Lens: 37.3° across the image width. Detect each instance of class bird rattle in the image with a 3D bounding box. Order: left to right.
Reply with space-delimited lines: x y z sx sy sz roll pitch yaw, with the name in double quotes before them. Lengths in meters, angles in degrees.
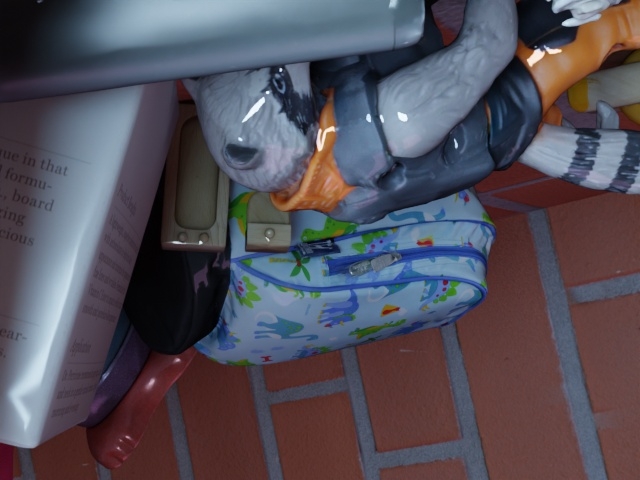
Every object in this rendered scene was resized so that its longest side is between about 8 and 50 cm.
"bird rattle" 0.342 -0.154 0.862 0.206 0.143 0.253 -2 -165 38

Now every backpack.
"backpack" 0.000 0.000 0.960 0.355 0.273 0.290 -23 162 -29

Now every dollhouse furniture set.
"dollhouse furniture set" -0.040 -0.070 0.712 0.151 0.144 0.123 4 167 -7

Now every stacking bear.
"stacking bear" -0.308 0.096 1.040 0.289 0.175 0.164 38 162 -18

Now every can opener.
"can opener" 0.009 -0.107 0.344 0.280 0.093 0.074 -13 -168 -1

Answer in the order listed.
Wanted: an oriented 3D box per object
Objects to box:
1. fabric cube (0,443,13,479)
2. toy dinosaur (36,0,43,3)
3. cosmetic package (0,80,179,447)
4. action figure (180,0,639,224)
"fabric cube" -0.400 0.100 0.691 0.259 0.258 0.254 0 179 21
"toy dinosaur" -0.061 -0.122 0.193 0.064 0.118 0.268 5 171 -9
"cosmetic package" -0.164 -0.017 0.440 0.151 0.184 0.151 16 171 -4
"action figure" 0.094 -0.090 0.503 0.330 0.179 0.341 -10 171 -19
